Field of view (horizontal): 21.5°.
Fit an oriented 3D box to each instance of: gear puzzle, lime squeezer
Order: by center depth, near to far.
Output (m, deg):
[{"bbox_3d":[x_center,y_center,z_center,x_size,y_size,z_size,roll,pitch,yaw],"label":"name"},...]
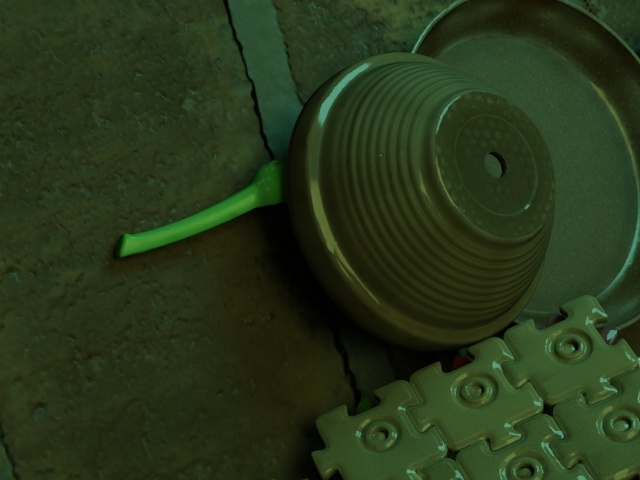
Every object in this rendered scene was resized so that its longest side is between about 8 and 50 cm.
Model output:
[{"bbox_3d":[0.092,0.173,1.230,0.339,0.044,0.175,-24,50,-8],"label":"gear puzzle"},{"bbox_3d":[0.000,0.000,1.302,0.310,0.059,0.110,18,66,-27],"label":"lime squeezer"}]

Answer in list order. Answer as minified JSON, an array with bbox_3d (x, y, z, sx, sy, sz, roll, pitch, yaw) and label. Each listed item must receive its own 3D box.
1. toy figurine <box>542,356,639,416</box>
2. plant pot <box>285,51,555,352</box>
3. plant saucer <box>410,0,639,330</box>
[{"bbox_3d":[0.245,0.211,1.341,0.209,0.148,0.213,30,64,-14],"label":"toy figurine"},{"bbox_3d":[0.100,-0.041,1.278,0.237,0.110,0.237,12,68,-33],"label":"plant pot"},{"bbox_3d":[0.184,-0.064,1.438,0.311,0.050,0.310,10,71,-29],"label":"plant saucer"}]
